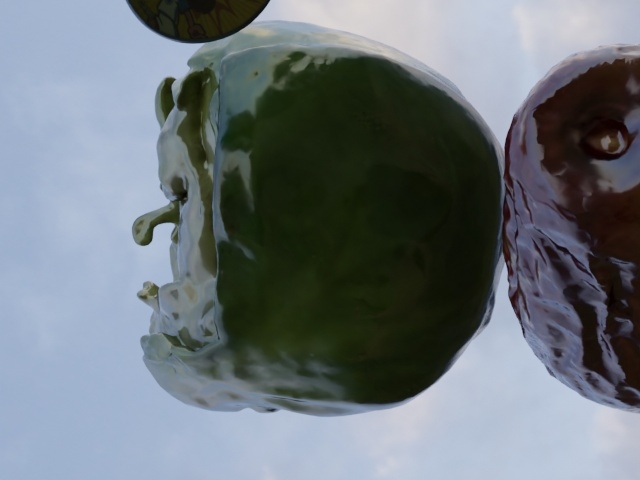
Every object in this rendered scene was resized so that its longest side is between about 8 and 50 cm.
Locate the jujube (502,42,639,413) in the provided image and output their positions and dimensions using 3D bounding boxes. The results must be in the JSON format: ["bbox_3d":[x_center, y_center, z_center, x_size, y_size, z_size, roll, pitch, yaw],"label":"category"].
[{"bbox_3d":[0.184,-0.008,0.722,0.190,0.190,0.255,-63,-27,-9],"label":"jujube"}]

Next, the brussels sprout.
[{"bbox_3d":[0.000,0.000,1.078,0.314,0.371,0.276,16,-133,-18],"label":"brussels sprout"}]

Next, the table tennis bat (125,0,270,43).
[{"bbox_3d":[-0.062,-0.195,0.854,0.155,0.019,0.100,-41,-85,-8],"label":"table tennis bat"}]
